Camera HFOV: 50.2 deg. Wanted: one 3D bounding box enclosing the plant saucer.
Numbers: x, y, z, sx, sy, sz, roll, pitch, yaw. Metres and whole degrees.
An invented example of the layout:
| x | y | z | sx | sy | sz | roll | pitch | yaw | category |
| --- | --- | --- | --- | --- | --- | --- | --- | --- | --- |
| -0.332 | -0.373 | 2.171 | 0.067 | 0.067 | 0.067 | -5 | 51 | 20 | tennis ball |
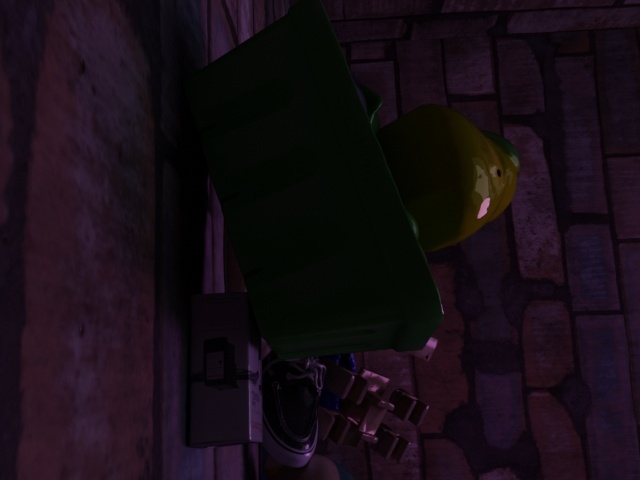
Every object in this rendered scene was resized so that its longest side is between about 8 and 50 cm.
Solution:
| x | y | z | sx | sy | sz | roll | pitch | yaw | category |
| --- | --- | --- | --- | --- | --- | --- | --- | --- | --- |
| -0.102 | 0.049 | 1.065 | 0.310 | 0.050 | 0.310 | -4 | 90 | -88 | plant saucer |

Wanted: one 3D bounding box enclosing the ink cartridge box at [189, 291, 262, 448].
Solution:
| x | y | z | sx | sy | sz | roll | pitch | yaw | category |
| --- | --- | --- | --- | --- | --- | --- | --- | --- | --- |
| -0.097 | 0.140 | 0.720 | 0.109 | 0.063 | 0.150 | 83 | 4 | -73 | ink cartridge box |

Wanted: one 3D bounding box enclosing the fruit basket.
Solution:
| x | y | z | sx | sy | sz | roll | pitch | yaw | category |
| --- | --- | --- | --- | --- | --- | --- | --- | --- | --- |
| 0.074 | -0.066 | 0.765 | 0.283 | 0.392 | 0.391 | 82 | 5 | -73 | fruit basket |

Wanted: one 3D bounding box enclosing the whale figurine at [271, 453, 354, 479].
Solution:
| x | y | z | sx | sy | sz | roll | pitch | yaw | category |
| --- | --- | --- | --- | --- | --- | --- | --- | --- | --- |
| -0.013 | 0.470 | 1.041 | 0.216 | 0.141 | 0.272 | -39 | -148 | 41 | whale figurine |

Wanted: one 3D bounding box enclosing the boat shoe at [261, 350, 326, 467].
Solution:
| x | y | z | sx | sy | sz | roll | pitch | yaw | category |
| --- | --- | --- | --- | --- | --- | --- | --- | --- | --- |
| -0.043 | 0.218 | 1.121 | 0.105 | 0.113 | 0.306 | -58 | -161 | 31 | boat shoe |

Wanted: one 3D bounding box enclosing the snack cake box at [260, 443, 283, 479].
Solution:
| x | y | z | sx | sy | sz | roll | pitch | yaw | category |
| --- | --- | --- | --- | --- | --- | --- | --- | --- | --- |
| -0.061 | 0.364 | 1.261 | 0.152 | 0.089 | 0.264 | 80 | 8 | -73 | snack cake box |

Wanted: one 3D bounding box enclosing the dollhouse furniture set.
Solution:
| x | y | z | sx | sy | sz | roll | pitch | yaw | category |
| --- | --- | --- | --- | --- | --- | --- | --- | --- | --- |
| 0.078 | 0.246 | 1.237 | 0.161 | 0.212 | 0.242 | 25 | -93 | 53 | dollhouse furniture set |

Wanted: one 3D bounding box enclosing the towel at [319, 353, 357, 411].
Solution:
| x | y | z | sx | sy | sz | roll | pitch | yaw | category |
| --- | --- | --- | --- | --- | --- | --- | --- | --- | --- |
| -0.020 | 0.252 | 1.437 | 0.308 | 0.076 | 0.227 | 34 | -44 | 59 | towel |
